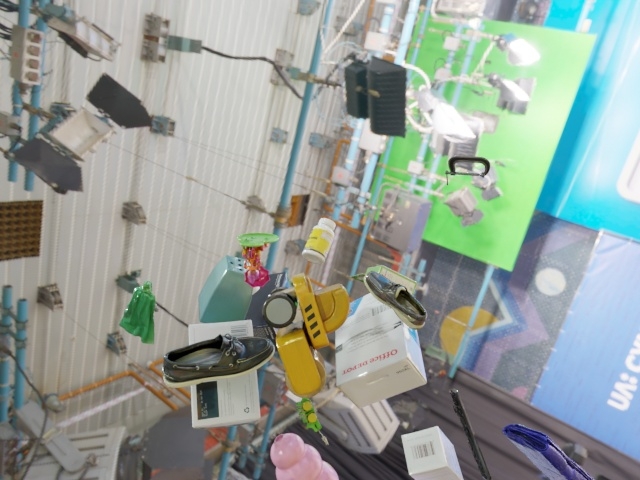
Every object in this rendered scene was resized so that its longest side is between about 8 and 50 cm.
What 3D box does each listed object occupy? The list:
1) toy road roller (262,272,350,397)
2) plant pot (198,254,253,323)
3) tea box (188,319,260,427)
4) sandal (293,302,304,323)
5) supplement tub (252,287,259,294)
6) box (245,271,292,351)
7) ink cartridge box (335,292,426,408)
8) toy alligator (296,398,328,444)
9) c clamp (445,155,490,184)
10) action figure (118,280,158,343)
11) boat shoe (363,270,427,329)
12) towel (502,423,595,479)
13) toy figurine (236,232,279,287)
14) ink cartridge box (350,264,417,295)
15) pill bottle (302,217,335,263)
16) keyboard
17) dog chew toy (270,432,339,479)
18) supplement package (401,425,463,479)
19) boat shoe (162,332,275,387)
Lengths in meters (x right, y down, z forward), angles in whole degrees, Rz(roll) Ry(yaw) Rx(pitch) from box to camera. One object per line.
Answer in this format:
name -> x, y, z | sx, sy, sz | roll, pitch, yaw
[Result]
toy road roller -> -0.015, 0.254, 1.416 | 0.202, 0.240, 0.330 | -151, 43, -88
plant pot -> -0.349, 0.186, 1.883 | 0.165, 0.165, 0.234 | 15, -65, -23
tea box -> -0.340, 0.480, 1.739 | 0.323, 0.219, 0.329 | 117, 147, -66
sandal -> -0.020, 0.255, 1.899 | 0.265, 0.076, 0.102 | -10, -82, -33
supplement tub -> -0.312, 0.175, 2.067 | 0.071, 0.071, 0.107 | -43, -78, -34
box -> -0.304, 0.331, 2.245 | 0.343, 0.312, 0.179 | -78, -25, -52
ink cartridge box -> 0.213, 0.388, 1.862 | 0.166, 0.285, 0.395 | 51, -158, -28
toy alligator -> -0.034, 0.567, 1.564 | 0.051, 0.190, 0.056 | -23, -5, -5
c clamp -> 0.500, -0.241, 1.684 | 0.137, 0.160, 0.022 | 60, -137, -45
action figure -> -0.573, 0.220, 1.594 | 0.063, 0.137, 0.232 | -63, -3, -57
boat shoe -> 0.222, 0.158, 1.430 | 0.080, 0.223, 0.073 | -29, -27, -36
towel -> 0.819, 0.775, 1.745 | 0.076, 0.308, 0.227 | -47, 10, -13
toy figurine -> -0.197, 0.071, 1.518 | 0.173, 0.130, 0.159 | -63, -25, -76
ink cartridge box -> 0.223, 0.137, 1.748 | 0.109, 0.209, 0.062 | -21, 46, 67
pill bottle -> 0.000, 0.000, 1.336 | 0.116, 0.065, 0.065 | -67, -27, -25
keyboard -> 0.542, 0.704, 1.818 | 0.033, 0.317, 0.201 | -19, -17, 5
dog chew toy -> -0.068, 0.854, 1.825 | 0.206, 0.206, 0.332 | -40, -73, -38
supplement package -> 0.302, 0.588, 1.330 | 0.179, 0.105, 0.105 | 54, -160, -44
boat shoe -> -0.305, 0.337, 1.485 | 0.339, 0.127, 0.113 | -9, -57, -12
